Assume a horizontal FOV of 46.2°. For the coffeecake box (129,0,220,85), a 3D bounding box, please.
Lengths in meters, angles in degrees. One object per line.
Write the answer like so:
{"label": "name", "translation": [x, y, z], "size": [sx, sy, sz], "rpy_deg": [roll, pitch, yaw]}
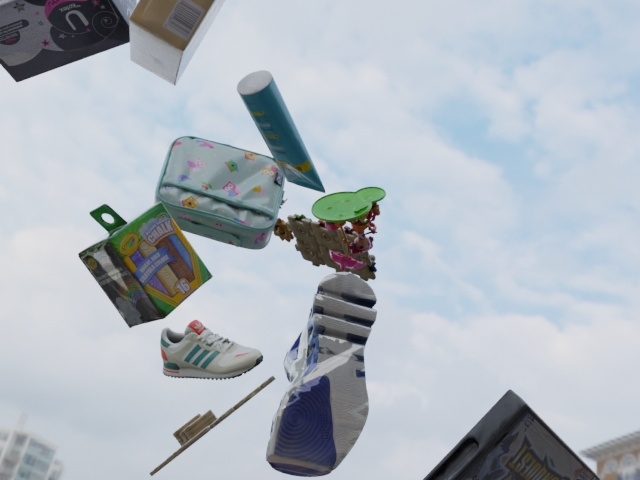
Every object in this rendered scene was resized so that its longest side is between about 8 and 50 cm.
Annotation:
{"label": "coffeecake box", "translation": [-0.157, -0.272, 0.867], "size": [0.068, 0.142, 0.185], "rpy_deg": [30, -6, -12]}

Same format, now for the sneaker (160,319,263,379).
{"label": "sneaker", "translation": [-0.160, 0.151, 1.059], "size": [0.161, 0.057, 0.075], "rpy_deg": [-5, -78, 25]}

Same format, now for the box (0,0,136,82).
{"label": "box", "translation": [-0.466, -0.410, 1.310], "size": [0.247, 0.142, 0.163], "rpy_deg": [-17, -34, 8]}

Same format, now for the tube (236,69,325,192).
{"label": "tube", "translation": [-0.056, -0.150, 1.087], "size": [0.080, 0.052, 0.207], "rpy_deg": [25, -26, 40]}

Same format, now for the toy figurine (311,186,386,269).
{"label": "toy figurine", "translation": [0.073, -0.016, 1.634], "size": [0.130, 0.173, 0.159], "rpy_deg": [34, -39, 49]}

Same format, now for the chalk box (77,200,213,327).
{"label": "chalk box", "translation": [-0.320, 0.025, 1.318], "size": [0.132, 0.132, 0.213], "rpy_deg": [-18, -72, 47]}

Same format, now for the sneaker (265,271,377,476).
{"label": "sneaker", "translation": [0.003, 0.224, 1.170], "size": [0.128, 0.315, 0.182], "rpy_deg": [18, -34, -3]}

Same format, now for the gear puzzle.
{"label": "gear puzzle", "translation": [0.000, 0.000, 1.945], "size": [0.339, 0.044, 0.175], "rpy_deg": [15, -39, 36]}

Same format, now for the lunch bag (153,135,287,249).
{"label": "lunch bag", "translation": [-0.213, -0.101, 1.633], "size": [0.279, 0.224, 0.108], "rpy_deg": [15, -40, -7]}

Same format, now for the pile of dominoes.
{"label": "pile of dominoes", "translation": [-0.198, 0.307, 1.278], "size": [0.040, 0.196, 0.251], "rpy_deg": [52, -35, 7]}

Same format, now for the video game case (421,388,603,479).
{"label": "video game case", "translation": [0.190, 0.316, 0.856], "size": [0.275, 0.248, 0.035], "rpy_deg": [43, 1, -43]}
